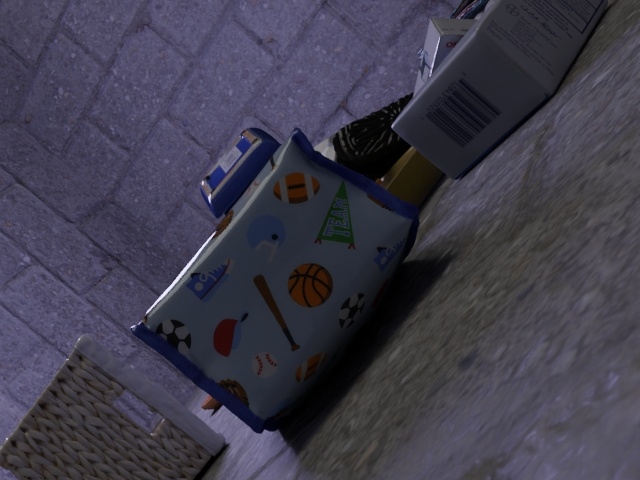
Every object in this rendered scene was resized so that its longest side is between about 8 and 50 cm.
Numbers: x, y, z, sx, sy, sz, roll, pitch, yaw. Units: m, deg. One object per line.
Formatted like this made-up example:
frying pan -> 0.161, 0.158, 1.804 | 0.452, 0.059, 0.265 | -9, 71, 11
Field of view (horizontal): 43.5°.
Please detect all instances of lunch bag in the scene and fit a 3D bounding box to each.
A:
lunch bag -> -0.044, 0.074, 1.097 | 0.328, 0.239, 0.385 | -51, -14, -6

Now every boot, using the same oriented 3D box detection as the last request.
boot -> 0.207, -0.208, 1.865 | 0.348, 0.131, 0.260 | -17, -30, 9

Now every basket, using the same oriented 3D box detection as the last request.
basket -> -0.396, 0.383, 1.534 | 0.266, 0.328, 0.331 | -53, 4, -15

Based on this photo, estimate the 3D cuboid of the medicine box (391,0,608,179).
medicine box -> 0.291, -0.287, 1.312 | 0.289, 0.149, 0.263 | -51, 3, -35

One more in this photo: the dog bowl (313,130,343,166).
dog bowl -> 0.075, -0.171, 2.095 | 0.348, 0.102, 0.349 | -26, -24, -12

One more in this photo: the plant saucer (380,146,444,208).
plant saucer -> 0.125, -0.054, 1.619 | 0.333, 0.081, 0.333 | -52, 2, -31

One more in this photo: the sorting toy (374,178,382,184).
sorting toy -> -0.002, -0.005, 1.665 | 0.348, 0.047, 0.196 | -50, 3, 11

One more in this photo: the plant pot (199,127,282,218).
plant pot -> -0.123, -0.109, 1.752 | 0.236, 0.212, 0.236 | -50, 22, 3

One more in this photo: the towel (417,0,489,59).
towel -> 0.426, -0.510, 1.809 | 0.370, 0.040, 0.271 | -19, -14, -29

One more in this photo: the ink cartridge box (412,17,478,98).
ink cartridge box -> 0.271, -0.332, 1.578 | 0.082, 0.139, 0.191 | -105, 18, -49

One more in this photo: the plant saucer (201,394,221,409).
plant saucer -> -0.245, 0.382, 2.172 | 0.200, 0.037, 0.200 | -50, 3, 4

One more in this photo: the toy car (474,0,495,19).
toy car -> 0.399, -0.411, 1.633 | 0.136, 0.159, 0.182 | -15, -4, -9
